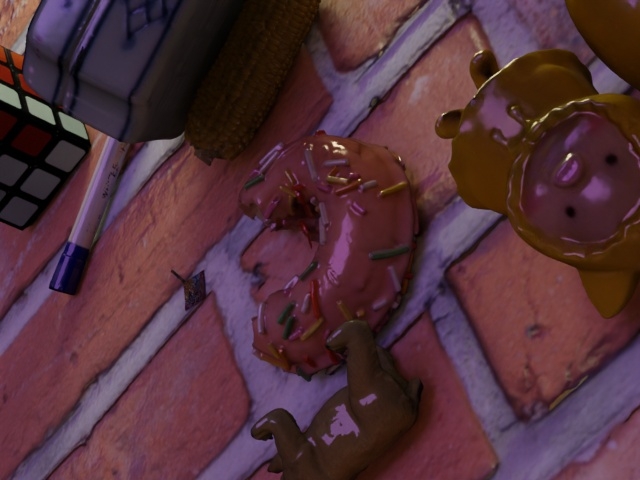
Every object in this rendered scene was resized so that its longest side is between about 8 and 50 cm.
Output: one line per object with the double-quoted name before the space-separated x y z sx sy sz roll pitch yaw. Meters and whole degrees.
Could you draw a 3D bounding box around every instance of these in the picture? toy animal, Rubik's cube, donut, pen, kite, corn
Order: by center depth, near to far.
"toy animal" 0.181 -0.060 1.051 0.230 0.156 0.156 45 108 39
"toy animal" 0.011 0.176 1.185 0.101 0.103 0.218 47 107 25
"donut" 0.000 0.000 1.277 0.199 0.085 0.232 -35 50 34
"corn" -0.071 -0.187 1.461 0.080 0.080 0.238 37 103 52
"kite" -0.140 0.043 1.492 0.044 0.002 0.078 -50 41 22
"pen" -0.265 -0.062 1.674 0.033 0.033 0.269 16 85 53
"Rubik's cube" -0.411 -0.138 1.785 0.162 0.163 0.160 -47 42 20

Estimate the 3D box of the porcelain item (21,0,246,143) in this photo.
"porcelain item" -0.170 -0.252 1.441 0.281 0.157 0.286 -59 -5 11

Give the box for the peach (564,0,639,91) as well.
"peach" 0.286 -0.214 0.991 0.251 0.153 0.251 -2 87 50
